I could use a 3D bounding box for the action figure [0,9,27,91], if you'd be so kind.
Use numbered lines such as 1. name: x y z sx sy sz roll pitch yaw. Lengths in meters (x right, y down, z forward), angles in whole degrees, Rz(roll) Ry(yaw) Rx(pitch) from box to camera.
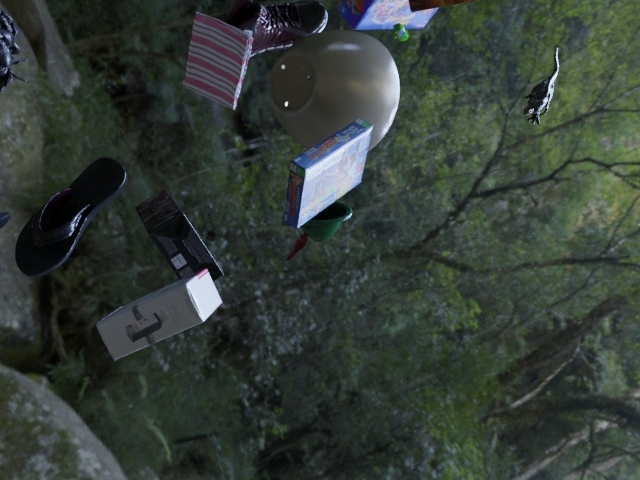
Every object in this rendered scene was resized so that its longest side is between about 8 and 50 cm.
1. action figure: -0.654 -0.387 1.233 0.275 0.141 0.164 90 4 -74

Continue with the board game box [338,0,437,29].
1. board game box: 0.238 -0.708 1.859 0.078 0.347 0.233 54 -48 16

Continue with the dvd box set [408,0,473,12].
1. dvd box set: 0.360 -0.700 1.492 0.420 0.062 0.307 7 -59 42

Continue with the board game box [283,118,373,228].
1. board game box: 0.015 -0.124 1.208 0.035 0.201 0.136 33 -44 22

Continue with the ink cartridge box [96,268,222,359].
1. ink cartridge box: -0.339 0.154 1.412 0.158 0.218 0.092 -56 123 -79

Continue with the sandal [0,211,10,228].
1. sandal: -0.814 -0.046 1.622 0.040 0.067 0.179 41 2 -9

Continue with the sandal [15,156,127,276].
1. sandal: -0.784 -0.091 2.041 0.168 0.445 0.107 33 -16 11

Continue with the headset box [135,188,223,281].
1. headset box: -0.404 -0.006 1.866 0.218 0.110 0.293 61 -11 -27

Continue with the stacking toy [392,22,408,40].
1. stacking toy: 0.156 -0.522 1.309 0.221 0.052 0.166 83 -5 -73

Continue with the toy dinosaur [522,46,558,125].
1. toy dinosaur: 0.574 -0.380 1.727 0.064 0.268 0.118 25 -36 7

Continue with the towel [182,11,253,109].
1. towel: -0.243 -0.411 1.535 0.144 0.029 0.197 26 -51 5

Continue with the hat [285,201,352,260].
1. hat: 0.000 0.000 1.818 0.208 0.173 0.183 -124 -152 -65

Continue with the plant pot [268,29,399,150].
1. plant pot: -0.001 -0.324 1.423 0.284 0.191 0.284 0 -90 37

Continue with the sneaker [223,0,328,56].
1. sneaker: -0.108 -0.526 1.580 0.162 0.281 0.106 104 -38 -78
